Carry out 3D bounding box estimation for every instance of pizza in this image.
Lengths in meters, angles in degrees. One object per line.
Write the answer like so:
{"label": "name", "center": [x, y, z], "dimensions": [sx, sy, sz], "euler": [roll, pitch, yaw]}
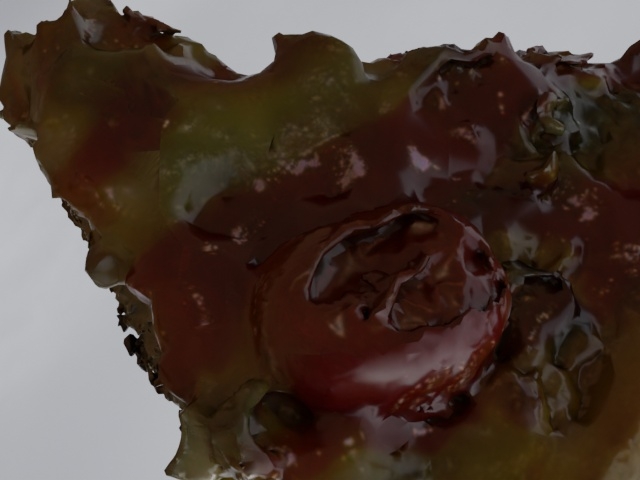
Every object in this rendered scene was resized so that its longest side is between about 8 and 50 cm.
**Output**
{"label": "pizza", "center": [0.000, 0.000, 0.725], "dimensions": [0.440, 0.406, 0.130], "euler": [-59, 175, -32]}
